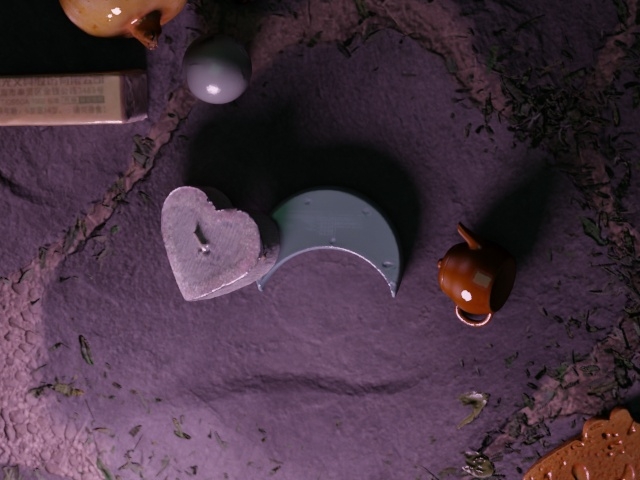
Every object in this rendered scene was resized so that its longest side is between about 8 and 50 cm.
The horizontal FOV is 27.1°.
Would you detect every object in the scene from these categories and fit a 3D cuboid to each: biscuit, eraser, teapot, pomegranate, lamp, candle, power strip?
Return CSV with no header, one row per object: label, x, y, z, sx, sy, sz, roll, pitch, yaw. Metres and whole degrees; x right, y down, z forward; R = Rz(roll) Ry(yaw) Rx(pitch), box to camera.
biscuit,0.441,0.338,1.976,0.280,0.043,0.183,-13,91,12
eraser,-0.436,-0.209,1.959,0.344,0.144,0.078,-1,98,7
teapot,0.219,0.053,1.942,0.116,0.116,0.173,2,124,6
pomegranate,-0.281,-0.387,1.902,0.207,0.207,0.207,1,97,6
lamp,-0.151,-0.252,1.941,0.105,0.105,0.105,1,97,6
candle,-0.158,0.013,1.962,0.192,0.068,0.168,29,107,27
power strip,0.000,0.000,1.980,0.253,0.054,0.167,4,95,5

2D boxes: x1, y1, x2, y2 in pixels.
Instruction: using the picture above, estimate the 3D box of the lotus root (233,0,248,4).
lotus root,-0.149,-0.467,1.923,0.110,0.097,0.258,-20,90,11
